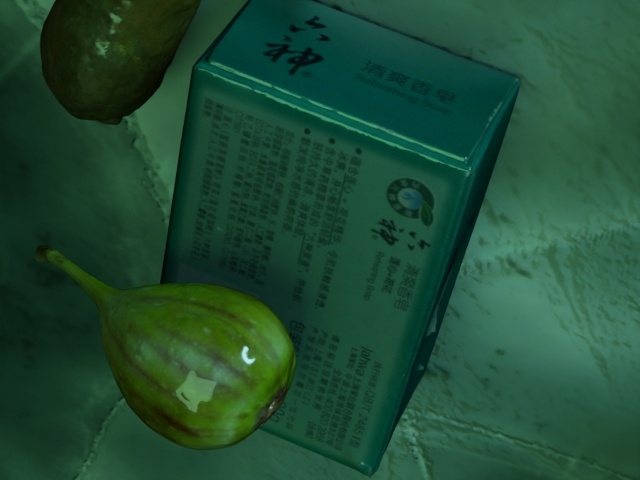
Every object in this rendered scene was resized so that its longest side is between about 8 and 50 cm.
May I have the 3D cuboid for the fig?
[{"bbox_3d":[-0.094,0.060,0.811,0.166,0.093,0.093,10,131,18],"label":"fig"}]

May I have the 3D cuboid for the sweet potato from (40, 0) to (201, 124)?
[{"bbox_3d":[-0.075,-0.156,0.765,0.075,0.075,0.273,36,130,-5],"label":"sweet potato"}]

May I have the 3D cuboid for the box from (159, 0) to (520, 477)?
[{"bbox_3d":[0.000,0.000,0.839,0.153,0.092,0.245,23,133,9],"label":"box"}]
